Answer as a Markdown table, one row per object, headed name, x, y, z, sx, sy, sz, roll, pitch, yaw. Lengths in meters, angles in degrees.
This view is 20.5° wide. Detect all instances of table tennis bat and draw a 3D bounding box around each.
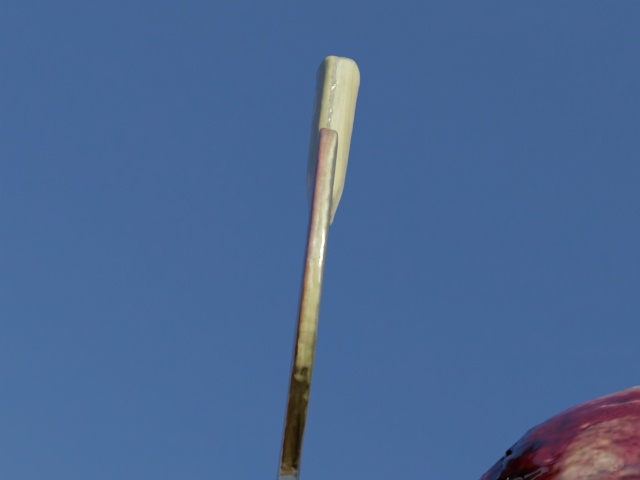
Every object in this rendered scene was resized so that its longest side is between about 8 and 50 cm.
| name | x | y | z | sx | sy | sz | roll | pitch | yaw |
| --- | --- | --- | --- | --- | --- | --- | --- | --- | --- |
| table tennis bat | 0.000 | 0.000 | 0.801 | 0.022 | 0.246 | 0.138 | 7 | -46 | -1 |

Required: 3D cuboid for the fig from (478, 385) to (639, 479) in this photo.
| name | x | y | z | sx | sy | sz | roll | pitch | yaw |
| --- | --- | --- | --- | --- | --- | --- | --- | --- | --- |
| fig | 0.169 | 0.127 | 0.675 | 0.249 | 0.204 | 0.186 | -36 | -84 | 27 |
